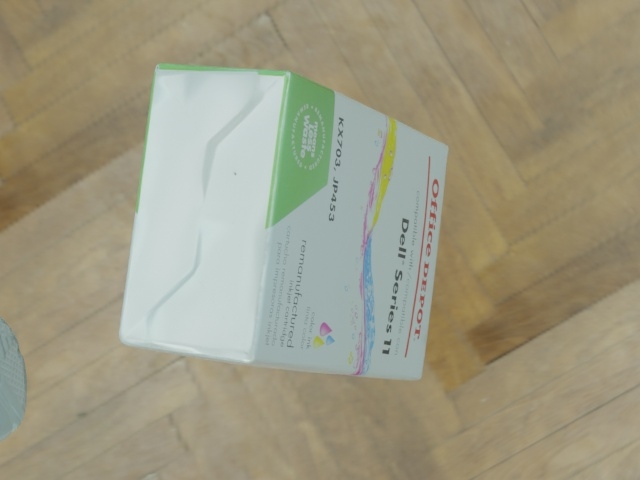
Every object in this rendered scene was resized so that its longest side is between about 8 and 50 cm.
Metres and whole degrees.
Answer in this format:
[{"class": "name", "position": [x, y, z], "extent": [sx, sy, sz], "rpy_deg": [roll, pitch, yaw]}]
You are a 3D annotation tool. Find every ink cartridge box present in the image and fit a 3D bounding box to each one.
[{"class": "ink cartridge box", "position": [0.000, 0.000, 1.179], "extent": [0.119, 0.353, 0.207], "rpy_deg": [5, 86, 28]}]

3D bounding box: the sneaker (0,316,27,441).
[{"class": "sneaker", "position": [-0.157, 0.068, 0.502], "extent": [0.065, 0.158, 0.061], "rpy_deg": [-9, 98, 18]}]
